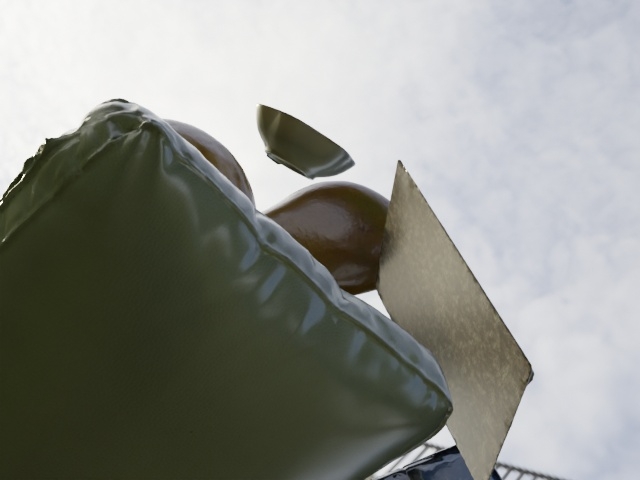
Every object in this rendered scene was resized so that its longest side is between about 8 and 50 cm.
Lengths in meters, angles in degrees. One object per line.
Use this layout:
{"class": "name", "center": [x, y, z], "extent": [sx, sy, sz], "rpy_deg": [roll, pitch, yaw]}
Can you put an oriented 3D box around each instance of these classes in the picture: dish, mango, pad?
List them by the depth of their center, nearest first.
{"class": "pad", "center": [0.097, 0.065, 0.715], "extent": [0.235, 0.003, 0.158], "rpy_deg": [-117, -156, -42]}
{"class": "mango", "center": [0.000, 0.000, 1.019], "extent": [0.113, 0.253, 0.138], "rpy_deg": [-16, -99, 55]}
{"class": "dish", "center": [-0.038, -0.147, 1.436], "extent": [0.191, 0.191, 0.066], "rpy_deg": [29, -92, 24]}

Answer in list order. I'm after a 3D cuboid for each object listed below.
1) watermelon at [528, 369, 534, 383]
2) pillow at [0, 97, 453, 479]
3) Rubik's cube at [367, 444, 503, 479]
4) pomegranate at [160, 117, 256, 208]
{"class": "watermelon", "center": [0.297, 0.226, 1.431], "extent": [0.092, 0.072, 0.084], "rpy_deg": [2, -23, 6]}
{"class": "pillow", "center": [-0.120, 0.107, 0.460], "extent": [0.322, 0.120, 0.255], "rpy_deg": [-41, -63, 13]}
{"class": "Rubik's cube", "center": [0.120, 0.525, 1.134], "extent": [0.359, 0.362, 0.363], "rpy_deg": [57, -18, 36]}
{"class": "pomegranate", "center": [-0.215, -0.050, 1.214], "extent": [0.260, 0.260, 0.260], "rpy_deg": [15, -62, 31]}
